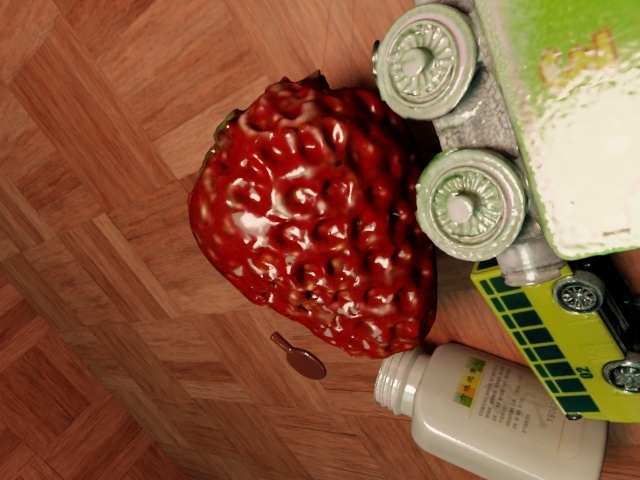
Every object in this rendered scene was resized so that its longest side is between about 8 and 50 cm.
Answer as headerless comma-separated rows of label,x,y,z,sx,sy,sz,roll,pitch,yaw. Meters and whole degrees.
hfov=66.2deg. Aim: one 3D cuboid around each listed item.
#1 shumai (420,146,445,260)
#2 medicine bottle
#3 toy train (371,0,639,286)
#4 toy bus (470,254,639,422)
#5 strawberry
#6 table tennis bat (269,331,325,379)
shumai,0.158,-0.052,0.628,0.139,0.105,0.123,-37,97,23
medicine bottle,0.250,0.262,0.759,0.324,0.179,0.124,17,134,23
toy train,0.197,-0.123,0.427,0.248,0.173,0.308,-16,91,43
toy bus,0.314,0.096,0.607,0.150,0.128,0.262,-22,109,46
strawberry,0.000,0.000,0.611,0.317,0.295,0.345,-25,91,43
table tennis bat,-0.053,0.265,1.113,0.154,0.019,0.098,43,140,-7
